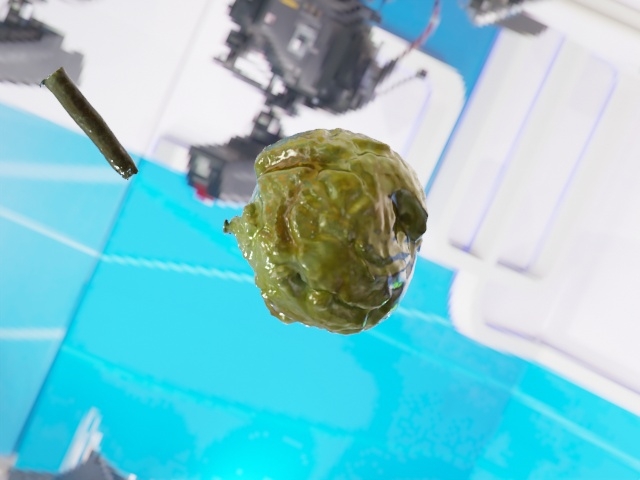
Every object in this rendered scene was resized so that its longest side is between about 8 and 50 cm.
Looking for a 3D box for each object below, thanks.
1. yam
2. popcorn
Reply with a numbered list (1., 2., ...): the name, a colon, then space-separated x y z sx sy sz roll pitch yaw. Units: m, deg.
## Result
1. yam: -0.230 -0.114 1.308 0.129 0.033 0.027 54 -167 -13
2. popcorn: 0.000 0.000 1.199 0.198 0.198 0.212 24 151 -13
